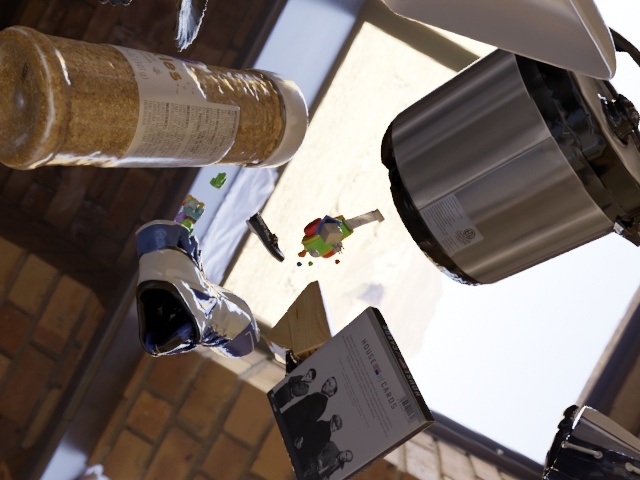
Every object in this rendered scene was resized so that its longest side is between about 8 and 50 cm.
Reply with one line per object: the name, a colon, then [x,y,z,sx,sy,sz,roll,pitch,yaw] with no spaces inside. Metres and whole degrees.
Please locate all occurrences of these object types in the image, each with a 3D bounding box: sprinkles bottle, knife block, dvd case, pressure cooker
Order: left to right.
sprinkles bottle: [-0.159,-0.135,0.664,0.355,0.121,0.121,-11,132,-56]
knife block: [0.007,0.236,1.448,0.275,0.242,0.088,-50,135,-30]
dvd case: [0.031,0.231,0.880,0.030,0.179,0.239,15,130,-45]
pressure cooker: [0.363,-0.147,1.059,0.420,0.370,0.375,-31,-130,33]

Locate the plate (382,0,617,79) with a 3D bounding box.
plate: [0.075,-0.245,0.465,0.045,0.277,0.278,-53,133,3]

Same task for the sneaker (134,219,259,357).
sneaker: [-0.222,0.135,1.051,0.182,0.128,0.315,-90,159,-44]

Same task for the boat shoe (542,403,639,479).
boat shoe: [0.500,0.410,0.961,0.158,0.341,0.127,-43,148,-33]

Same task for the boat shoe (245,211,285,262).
boat shoe: [-0.115,-0.006,1.395,0.038,0.125,0.046,-39,174,6]

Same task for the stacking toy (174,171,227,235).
stacking toy: [-0.302,-0.059,1.435,0.221,0.052,0.167,-33,-155,55]

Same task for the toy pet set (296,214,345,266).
toy pet set: [0.000,0.000,1.531,0.122,0.065,0.114,-2,133,-30]

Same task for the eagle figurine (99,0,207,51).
eagle figurine: [-0.264,-0.539,1.165,0.298,0.226,0.225,-42,-176,26]

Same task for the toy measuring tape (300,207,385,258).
toy measuring tape: [0.040,-0.014,1.748,0.330,0.121,0.121,-15,-143,53]
